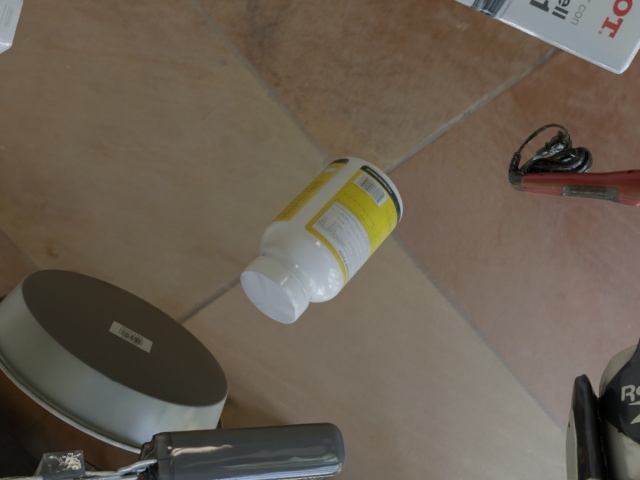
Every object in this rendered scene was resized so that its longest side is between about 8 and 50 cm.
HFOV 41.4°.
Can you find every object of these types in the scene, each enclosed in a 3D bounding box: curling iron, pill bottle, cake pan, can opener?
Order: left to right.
[{"bbox_3d":[-0.222,0.124,0.930,0.293,0.293,0.054,33,99,2],"label":"cake pan"},{"bbox_3d":[-0.115,0.203,0.676,0.284,0.095,0.076,2,158,-23],"label":"can opener"},{"bbox_3d":[0.000,0.000,0.906,0.103,0.184,0.103,29,147,22],"label":"pill bottle"},{"bbox_3d":[0.251,-0.053,0.647,0.035,0.068,0.274,38,167,-33],"label":"curling iron"}]

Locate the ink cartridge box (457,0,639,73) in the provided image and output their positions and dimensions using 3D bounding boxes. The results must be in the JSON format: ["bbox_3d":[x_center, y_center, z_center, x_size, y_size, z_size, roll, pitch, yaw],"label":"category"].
[{"bbox_3d":[0.101,-0.202,0.451,0.209,0.087,0.153,22,113,-6],"label":"ink cartridge box"}]

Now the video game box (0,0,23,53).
[{"bbox_3d":[-0.358,-0.181,0.649,0.187,0.048,0.205,19,164,-39],"label":"video game box"}]

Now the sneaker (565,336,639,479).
[{"bbox_3d":[0.119,0.099,0.290,0.094,0.235,0.152,-8,80,33],"label":"sneaker"}]
